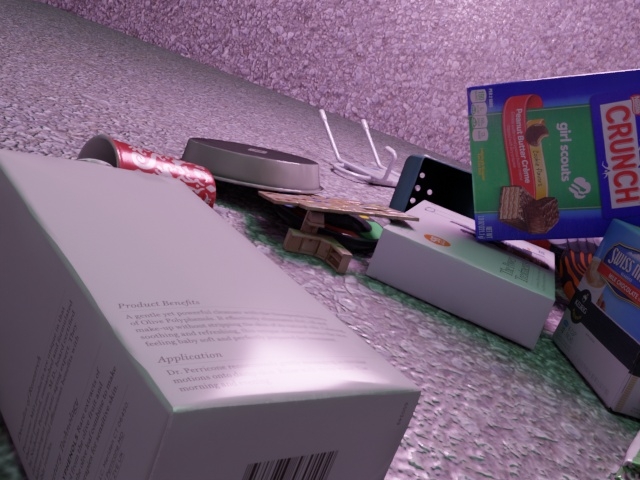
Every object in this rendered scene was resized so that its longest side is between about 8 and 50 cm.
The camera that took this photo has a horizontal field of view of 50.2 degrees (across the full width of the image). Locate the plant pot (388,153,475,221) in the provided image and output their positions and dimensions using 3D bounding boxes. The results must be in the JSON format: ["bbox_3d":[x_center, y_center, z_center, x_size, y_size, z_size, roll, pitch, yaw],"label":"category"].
[{"bbox_3d":[0.251,-0.101,1.549,0.165,0.166,0.234,18,11,-10],"label":"plant pot"}]

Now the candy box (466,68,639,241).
[{"bbox_3d":[0.417,-0.139,1.145,0.317,0.268,0.122,-2,11,18],"label":"candy box"}]

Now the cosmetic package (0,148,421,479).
[{"bbox_3d":[-0.128,0.071,0.520,0.196,0.155,0.365,7,20,-41],"label":"cosmetic package"}]

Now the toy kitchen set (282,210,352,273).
[{"bbox_3d":[0.000,0.000,1.062,0.083,0.068,0.075,10,19,-31],"label":"toy kitchen set"}]

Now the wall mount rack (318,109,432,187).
[{"bbox_3d":[0.146,-0.251,1.950,0.304,0.131,0.350,32,19,36],"label":"wall mount rack"}]

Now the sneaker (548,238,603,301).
[{"bbox_3d":[0.560,0.058,1.273,0.124,0.180,0.321,-20,8,-13],"label":"sneaker"}]

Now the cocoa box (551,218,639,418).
[{"bbox_3d":[0.579,0.147,1.010,0.347,0.228,0.231,19,16,-7],"label":"cocoa box"}]

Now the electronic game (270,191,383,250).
[{"bbox_3d":[0.016,-0.042,1.258,0.229,0.048,0.229,20,16,-6],"label":"electronic game"}]

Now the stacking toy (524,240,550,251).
[{"bbox_3d":[0.609,-0.041,1.531,0.480,0.351,0.350,42,16,-3],"label":"stacking toy"}]

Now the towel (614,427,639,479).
[{"bbox_3d":[0.500,0.306,0.743,0.324,0.038,0.247,29,17,27],"label":"towel"}]

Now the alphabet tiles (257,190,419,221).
[{"bbox_3d":[0.020,-0.062,1.165,0.237,0.009,0.198,6,9,-20],"label":"alphabet tiles"}]

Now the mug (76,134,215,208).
[{"bbox_3d":[-0.237,-0.055,0.940,0.113,0.150,0.169,-13,-14,39],"label":"mug"}]

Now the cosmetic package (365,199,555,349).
[{"bbox_3d":[0.267,0.040,1.221,0.284,0.098,0.377,22,16,13],"label":"cosmetic package"}]

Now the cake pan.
[{"bbox_3d":[-0.131,-0.147,1.317,0.293,0.054,0.293,11,11,-2],"label":"cake pan"}]
